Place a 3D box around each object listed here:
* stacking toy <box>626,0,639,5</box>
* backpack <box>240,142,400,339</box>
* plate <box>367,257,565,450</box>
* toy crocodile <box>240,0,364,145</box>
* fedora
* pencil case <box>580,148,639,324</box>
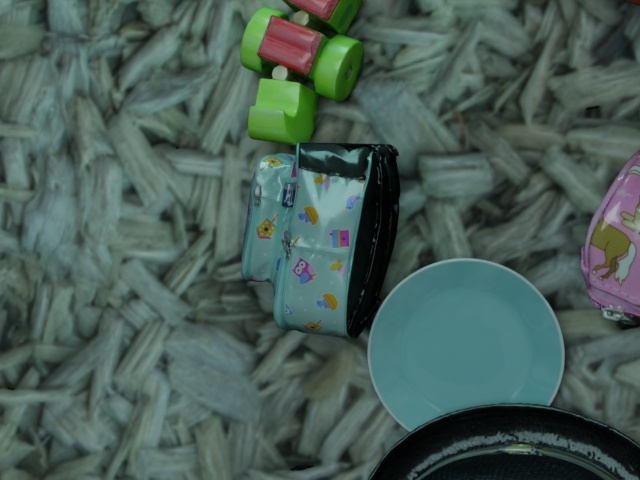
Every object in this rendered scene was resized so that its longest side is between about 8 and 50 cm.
[{"bbox_3d":[0.374,-0.275,1.810,0.351,0.350,0.480,-34,92,7],"label":"stacking toy"},{"bbox_3d":[0.000,0.000,1.892,0.144,0.166,0.188,2,94,8],"label":"backpack"},{"bbox_3d":[0.139,0.108,1.891,0.188,0.024,0.188,1,100,5],"label":"plate"},{"bbox_3d":[0.006,-0.252,1.963,0.115,0.105,0.340,23,87,17],"label":"toy crocodile"},{"bbox_3d":[0.177,0.299,1.795,0.334,0.152,0.334,-1,85,13],"label":"fedora"},{"bbox_3d":[0.428,0.057,1.776,0.386,0.160,0.167,26,117,16],"label":"pencil case"}]
